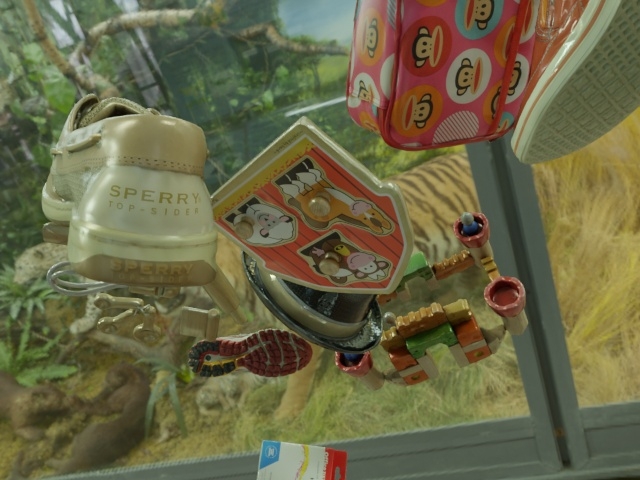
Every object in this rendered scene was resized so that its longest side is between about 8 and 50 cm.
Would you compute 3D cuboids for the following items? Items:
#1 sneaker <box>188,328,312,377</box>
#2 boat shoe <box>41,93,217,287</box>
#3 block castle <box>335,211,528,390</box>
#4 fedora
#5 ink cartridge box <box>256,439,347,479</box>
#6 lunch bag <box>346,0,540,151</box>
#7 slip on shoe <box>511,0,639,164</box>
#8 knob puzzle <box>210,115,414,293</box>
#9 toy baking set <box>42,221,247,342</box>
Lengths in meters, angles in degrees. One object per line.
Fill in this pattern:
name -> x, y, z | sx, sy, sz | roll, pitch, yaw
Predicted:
sneaker -> -0.126, 0.207, 1.031 | 0.225, 0.088, 0.093 | -1, -4, 7
boat shoe -> -0.155, -0.059, 0.452 | 0.122, 0.110, 0.341 | 2, 12, -31
block castle -> 0.235, 0.143, 1.322 | 0.454, 0.213, 0.303 | -24, 45, 12
fedora -> 0.024, 0.039, 0.962 | 0.152, 0.334, 0.334 | -52, 12, 20
ink cartridge box -> -0.043, 0.591, 1.398 | 0.231, 0.134, 0.078 | 8, -22, -5
lunch bag -> 0.171, -0.262, 0.658 | 0.258, 0.293, 0.120 | -11, 32, -23
slip on shoe -> 0.233, -0.195, 0.454 | 0.123, 0.331, 0.101 | -13, 53, -9
knob puzzle -> 0.000, 0.000, 0.510 | 0.213, 0.213, 0.030 | -9, 43, 27
toy baking set -> -0.207, 0.063, 0.663 | 0.197, 0.256, 0.030 | -13, 47, 5
